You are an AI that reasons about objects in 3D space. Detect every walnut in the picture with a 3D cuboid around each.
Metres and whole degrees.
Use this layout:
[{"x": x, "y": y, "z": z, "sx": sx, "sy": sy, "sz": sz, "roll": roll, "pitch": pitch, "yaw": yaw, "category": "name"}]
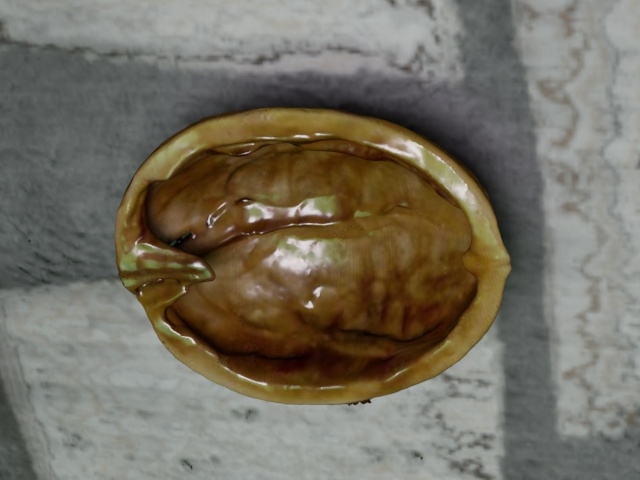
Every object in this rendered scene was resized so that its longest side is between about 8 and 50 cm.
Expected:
[{"x": 0.002, "y": -0.001, "z": 0.877, "sx": 0.211, "sy": 0.087, "sz": 0.167, "roll": 1, "pitch": 112, "yaw": 15, "category": "walnut"}]
